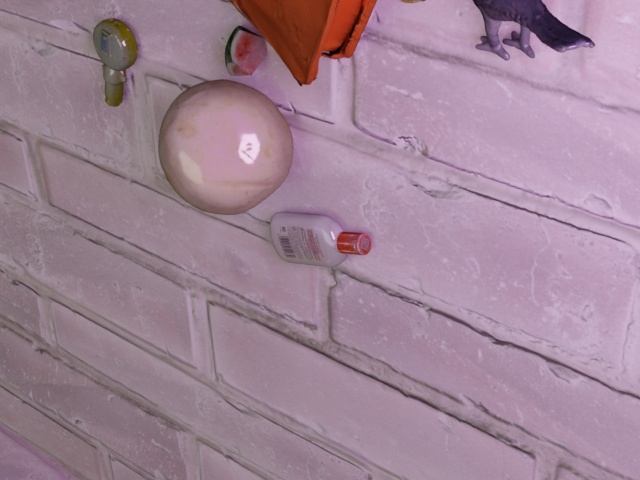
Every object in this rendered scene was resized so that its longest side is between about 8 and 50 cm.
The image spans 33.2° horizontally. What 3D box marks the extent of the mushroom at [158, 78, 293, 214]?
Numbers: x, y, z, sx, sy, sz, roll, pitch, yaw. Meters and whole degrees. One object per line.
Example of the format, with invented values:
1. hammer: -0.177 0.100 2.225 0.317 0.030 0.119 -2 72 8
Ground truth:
1. mushroom: -0.168 -0.169 1.961 0.246 0.202 0.246 0 91 9

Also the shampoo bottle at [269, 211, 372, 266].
1. shampoo bottle: 0.000 0.000 2.017 0.220 0.051 0.108 5 119 42

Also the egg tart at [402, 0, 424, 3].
1. egg tart: 0.130 -0.403 1.619 0.105 0.039 0.105 24 130 32

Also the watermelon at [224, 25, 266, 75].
1. watermelon: -0.138 -0.332 1.916 0.072 0.085 0.092 32 178 -4

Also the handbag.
1. handbag: -0.048 -0.429 1.611 0.303 0.116 0.410 52 164 7

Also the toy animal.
1. toy animal: 0.254 -0.325 1.473 0.206 0.081 0.367 78 169 -58

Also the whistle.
1. whistle: -0.421 -0.356 2.174 0.104 0.057 0.198 36 136 22
